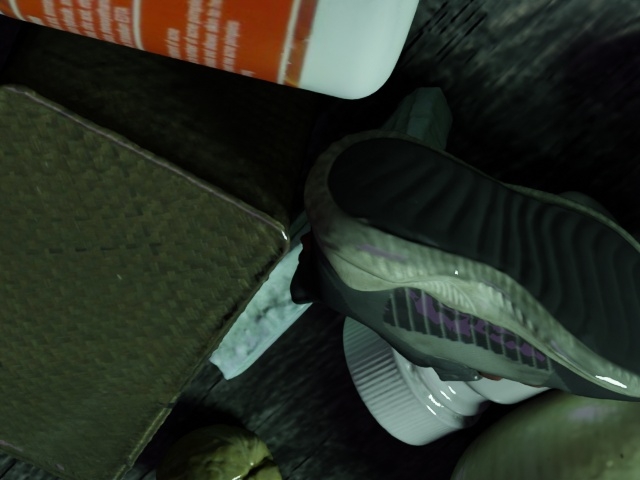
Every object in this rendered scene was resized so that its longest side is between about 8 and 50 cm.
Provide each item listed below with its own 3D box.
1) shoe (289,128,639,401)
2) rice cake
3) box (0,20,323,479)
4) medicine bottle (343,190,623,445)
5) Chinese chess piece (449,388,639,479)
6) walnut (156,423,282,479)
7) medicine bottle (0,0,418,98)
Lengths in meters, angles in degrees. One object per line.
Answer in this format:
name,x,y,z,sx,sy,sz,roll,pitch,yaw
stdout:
shoe,0.084,0.029,0.841,0.227,0.099,0.112,27,141,-9
rice cake,0.000,0.000,0.939,0.040,0.085,0.226,37,126,-11
box,-0.140,-0.003,0.922,0.184,0.143,0.273,26,130,-13
medicine bottle,0.107,0.048,0.946,0.168,0.105,0.105,-30,119,29
Chinese chess piece,0.203,0.179,1.000,0.250,0.101,0.250,-5,144,-3
walnut,-0.071,0.172,1.097,0.092,0.092,0.092,5,130,6
medicine bottle,-0.058,-0.206,0.664,0.240,0.252,0.253,14,130,-2
